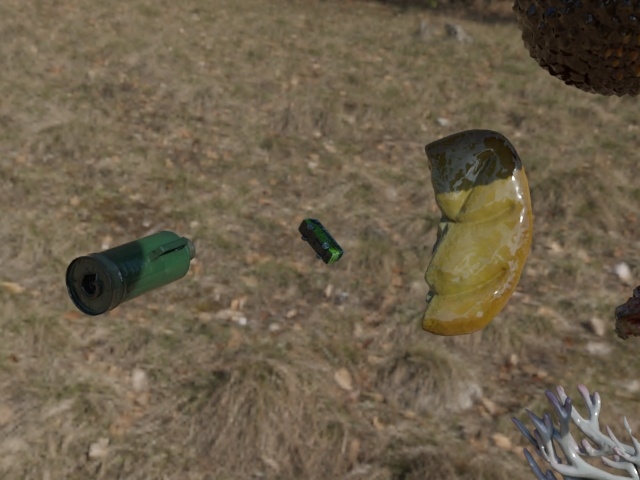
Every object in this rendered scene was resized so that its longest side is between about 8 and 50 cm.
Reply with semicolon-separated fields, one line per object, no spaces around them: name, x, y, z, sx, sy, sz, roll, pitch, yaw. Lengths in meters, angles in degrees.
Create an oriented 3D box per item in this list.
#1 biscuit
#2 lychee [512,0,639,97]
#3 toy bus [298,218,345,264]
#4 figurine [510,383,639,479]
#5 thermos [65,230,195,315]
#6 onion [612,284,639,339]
biscuit;0.221;-0.013;1.254;0.154;0.299;0.045;2;-10;3
lychee;0.364;-0.300;1.037;0.267;0.267;0.267;9;4;-1
toy bus;0.000;0.000;1.441;0.037;0.031;0.083;-13;54;-43
figurine;0.327;0.348;1.087;0.284;0.316;0.206;39;4;24
thermos;-0.223;0.028;1.107;0.073;0.083;0.187;28;25;20
onion;0.405;-0.017;0.730;0.348;0.159;0.267;-10;-40;37
